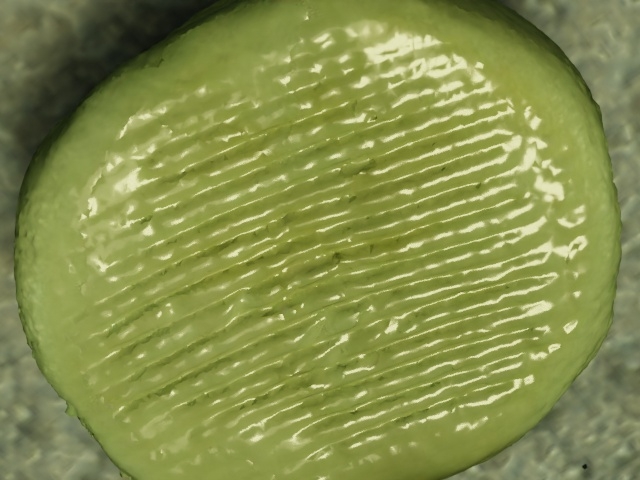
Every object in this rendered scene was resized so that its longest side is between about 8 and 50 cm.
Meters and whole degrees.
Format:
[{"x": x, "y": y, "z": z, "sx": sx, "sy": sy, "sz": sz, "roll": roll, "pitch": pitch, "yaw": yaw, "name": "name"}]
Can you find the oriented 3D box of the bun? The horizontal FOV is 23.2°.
[{"x": 0.003, "y": -0.001, "z": 0.568, "sx": 0.221, "sy": 0.108, "sz": 0.221, "roll": -1, "pitch": 113, "yaw": -2, "name": "bun"}]
